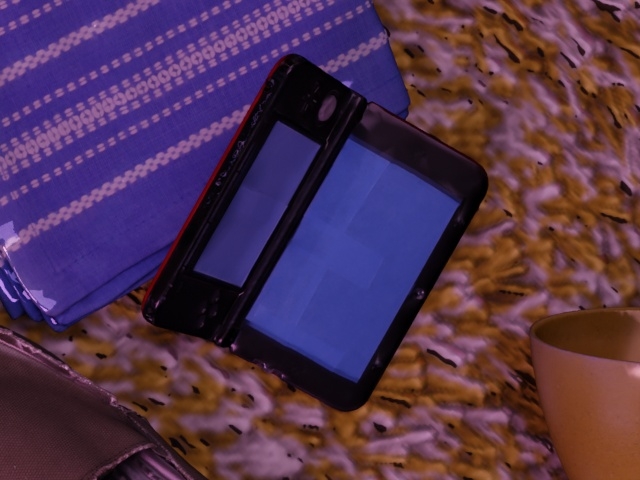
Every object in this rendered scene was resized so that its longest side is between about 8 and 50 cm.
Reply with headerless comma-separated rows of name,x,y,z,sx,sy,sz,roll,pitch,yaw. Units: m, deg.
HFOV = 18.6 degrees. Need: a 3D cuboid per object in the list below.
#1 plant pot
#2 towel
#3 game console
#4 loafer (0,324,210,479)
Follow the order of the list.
plant pot,0.169,0.092,0.966,0.134,0.134,0.095,-2,100,-15
towel,-0.104,-0.151,0.926,0.243,0.040,0.336,-30,111,-20
game console,0.000,0.000,0.939,0.085,0.124,0.144,30,92,21
loafer,-0.113,0.102,0.901,0.251,0.087,0.094,31,70,-4
